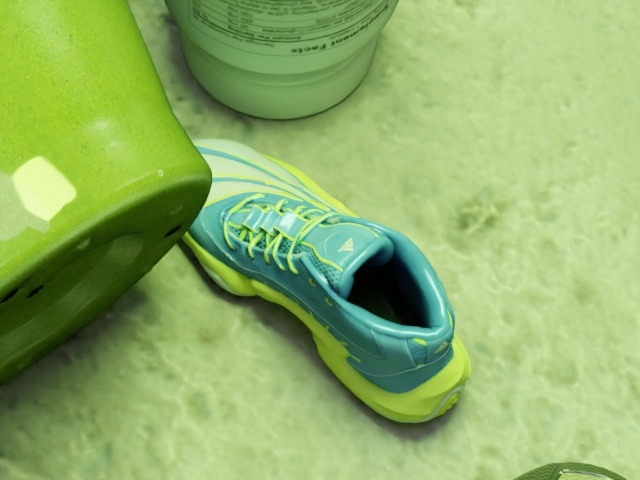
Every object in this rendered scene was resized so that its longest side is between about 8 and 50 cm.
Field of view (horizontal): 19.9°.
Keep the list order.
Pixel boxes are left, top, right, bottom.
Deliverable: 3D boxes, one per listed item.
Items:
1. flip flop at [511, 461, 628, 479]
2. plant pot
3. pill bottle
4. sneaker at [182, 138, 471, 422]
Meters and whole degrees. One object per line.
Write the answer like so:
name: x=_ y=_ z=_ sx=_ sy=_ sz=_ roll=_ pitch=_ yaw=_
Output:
flip flop: x=0.109 y=0.256 z=0.999 sx=0.112 sy=0.080 sz=0.277 roll=12 pitch=78 yaw=6
plant pot: x=-0.255 y=-0.096 z=1.030 sx=0.366 sy=0.366 sz=0.353 roll=-36 pitch=82 yaw=-19
pill bottle: x=-0.022 y=-0.202 z=1.104 sx=0.160 sy=0.283 sz=0.160 roll=1 pitch=63 yaw=-3
sneaker: x=0.000 y=0.000 z=1.090 sx=0.240 sy=0.126 sz=0.091 roll=39 pitch=67 yaw=15
